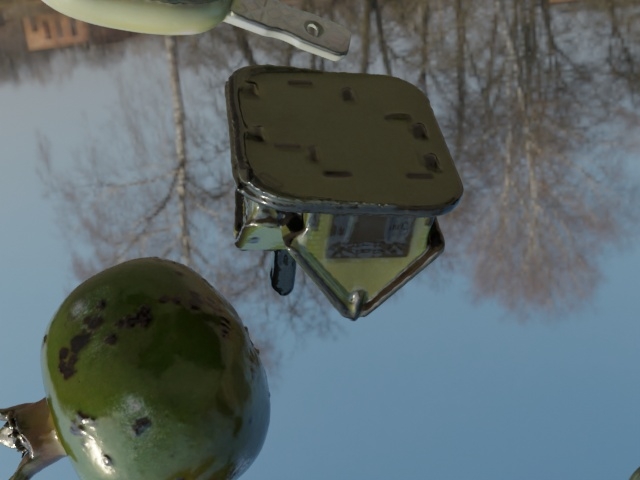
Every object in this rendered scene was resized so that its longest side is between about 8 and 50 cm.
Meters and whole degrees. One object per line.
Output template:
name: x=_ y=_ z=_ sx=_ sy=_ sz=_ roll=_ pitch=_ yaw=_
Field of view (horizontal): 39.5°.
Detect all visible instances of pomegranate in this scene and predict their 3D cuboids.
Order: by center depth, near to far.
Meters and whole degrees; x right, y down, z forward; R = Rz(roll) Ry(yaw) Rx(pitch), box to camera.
pomegranate: x=-0.221 y=0.166 z=1.007 sx=0.323 sy=0.290 sz=0.291 roll=-5 pitch=-165 yaw=-20

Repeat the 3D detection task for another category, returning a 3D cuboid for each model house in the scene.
model house: x=0.000 y=0.000 z=0.882 sx=0.205 sy=0.278 sz=0.218 roll=2 pitch=-140 yaw=-10

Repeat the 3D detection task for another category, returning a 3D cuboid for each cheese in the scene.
cheese: x=-0.094 y=-0.199 z=0.711 sx=0.251 sy=0.054 sz=0.127 roll=19 pitch=-124 yaw=-11

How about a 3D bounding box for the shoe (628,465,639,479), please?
shoe: x=0.330 y=0.228 z=0.783 sx=0.251 sy=0.103 sz=0.100 roll=21 pitch=-176 yaw=-33
